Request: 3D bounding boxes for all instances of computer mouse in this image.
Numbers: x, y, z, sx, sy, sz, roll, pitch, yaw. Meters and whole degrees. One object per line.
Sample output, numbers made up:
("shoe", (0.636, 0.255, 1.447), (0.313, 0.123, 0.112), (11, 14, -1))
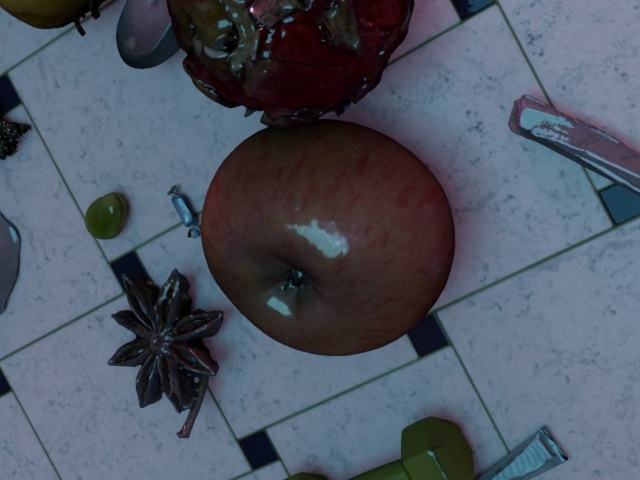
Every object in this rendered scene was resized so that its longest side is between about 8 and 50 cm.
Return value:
("computer mouse", (-0.207, -0.342, 1.750), (0.113, 0.068, 0.229), (35, 102, 24))

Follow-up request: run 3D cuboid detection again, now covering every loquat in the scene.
("loquat", (-0.367, -0.387, 1.724), (0.213, 0.213, 0.213), (5, 104, 20))

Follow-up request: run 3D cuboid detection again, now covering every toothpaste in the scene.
("toothpaste", (0.247, 0.335, 1.750), (0.205, 0.036, 0.056), (-38, 85, 20))

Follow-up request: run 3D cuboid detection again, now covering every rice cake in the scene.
("rice cake", (0.358, -0.107, 1.594), (0.270, 0.049, 0.055), (28, 89, 13))

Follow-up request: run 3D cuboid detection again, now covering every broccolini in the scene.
("broccolini", (-0.576, -0.211, 1.926), (0.271, 0.062, 0.123), (41, 98, 2))

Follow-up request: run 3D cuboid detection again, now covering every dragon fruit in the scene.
("dragon fruit", (-0.039, -0.302, 1.562), (0.329, 0.329, 0.329), (5, 104, 20))

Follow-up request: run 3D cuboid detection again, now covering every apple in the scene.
("apple", (0.000, 0.000, 1.638), (0.345, 0.269, 0.344), (5, 105, 19))

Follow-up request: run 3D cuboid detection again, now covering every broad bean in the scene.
("broad bean", (-0.319, -0.035, 1.878), (0.063, 0.045, 0.083), (49, 122, 6))

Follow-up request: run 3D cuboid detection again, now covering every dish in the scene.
("dish", (-0.590, 0.031, 1.979), (0.246, 0.078, 0.224), (-17, 97, 24))

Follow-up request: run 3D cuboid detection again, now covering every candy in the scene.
("candy", (-0.200, -0.041, 1.841), (0.030, 0.020, 0.083), (-31, 89, 23))

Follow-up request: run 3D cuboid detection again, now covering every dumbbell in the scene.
("dumbbell", (0.071, 0.349, 1.780), (0.302, 0.121, 0.108), (-27, 63, 24))

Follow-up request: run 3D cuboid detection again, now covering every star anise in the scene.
("star anise", (-0.222, 0.162, 1.864), (0.230, 0.081, 0.262), (-26, 81, 24))
